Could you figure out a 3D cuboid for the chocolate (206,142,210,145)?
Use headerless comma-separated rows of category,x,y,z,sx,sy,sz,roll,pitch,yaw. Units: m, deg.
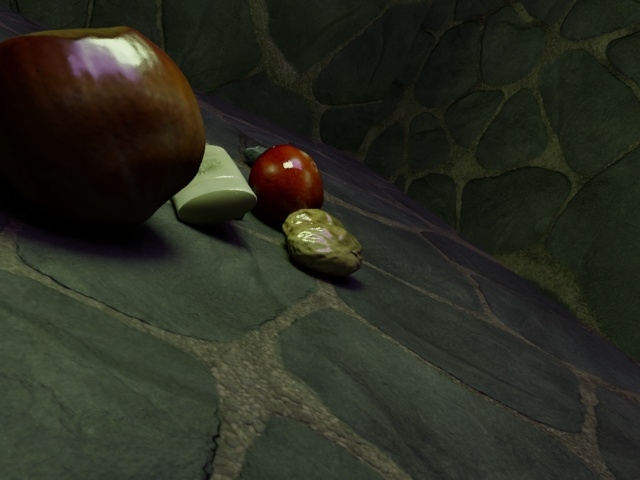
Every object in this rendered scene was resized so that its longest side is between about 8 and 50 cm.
chocolate,-0.396,-0.263,1.654,0.254,0.080,0.157,13,20,-41

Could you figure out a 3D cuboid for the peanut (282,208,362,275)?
peanut,0.000,0.000,1.377,0.197,0.110,0.233,15,18,-23

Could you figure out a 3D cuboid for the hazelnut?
hazelnut,-0.394,-0.204,0.998,0.366,0.365,0.366,25,15,-7

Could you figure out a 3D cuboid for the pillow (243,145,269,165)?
pillow,-0.156,-0.257,2.024,0.162,0.092,0.335,7,24,-39

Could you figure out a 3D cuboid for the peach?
peach,-0.090,-0.141,1.546,0.243,0.200,0.243,60,9,-16

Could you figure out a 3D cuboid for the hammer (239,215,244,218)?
hammer,-0.251,-0.111,1.494,0.103,0.029,0.246,22,14,-17

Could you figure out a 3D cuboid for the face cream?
face cream,-0.273,-0.136,1.343,0.174,0.081,0.348,-19,30,-12
